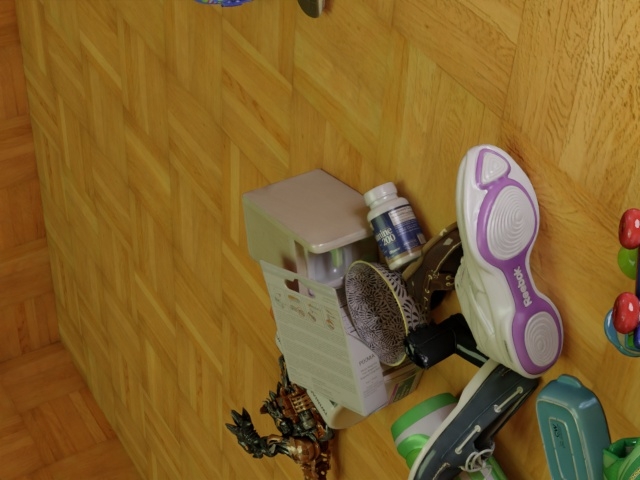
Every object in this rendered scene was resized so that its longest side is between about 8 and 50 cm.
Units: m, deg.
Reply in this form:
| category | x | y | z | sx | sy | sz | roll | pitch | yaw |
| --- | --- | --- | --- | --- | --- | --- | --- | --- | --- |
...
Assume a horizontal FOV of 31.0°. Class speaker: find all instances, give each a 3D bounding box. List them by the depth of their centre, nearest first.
| category | x | y | z | sx | sy | sz | roll | pitch | yaw |
| --- | --- | --- | --- | --- | --- | --- | --- | --- | --- |
| speaker | 0.223 | 0.377 | 1.695 | 0.296 | 0.131 | 0.131 | 59 | 153 | 22 |

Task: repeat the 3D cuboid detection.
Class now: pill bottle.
| category | x | y | z | sx | sy | sz | roll | pitch | yaw |
| --- | --- | --- | --- | --- | --- | --- | --- | --- | --- |
| pill bottle | 0.109 | -0.022 | 1.698 | 0.120 | 0.067 | 0.067 | 66 | 155 | 8 |
| pill bottle | 0.006 | 0.193 | 1.987 | 0.246 | 0.130 | 0.130 | 54 | 151 | 30 |

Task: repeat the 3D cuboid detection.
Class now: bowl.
| category | x | y | z | sx | sy | sz | roll | pitch | yaw |
| --- | --- | --- | --- | --- | --- | --- | --- | --- | --- |
| bowl | 0.115 | 0.099 | 1.760 | 0.170 | 0.080 | 0.170 | 43 | 143 | 44 |

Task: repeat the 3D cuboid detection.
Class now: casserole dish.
| category | x | y | z | sx | sy | sz | roll | pitch | yaw |
| --- | --- | --- | --- | --- | --- | --- | --- | --- | --- |
| casserole dish | 0.330 | 0.268 | 1.505 | 0.114 | 0.037 | 0.188 | 9 | 115 | 61 |

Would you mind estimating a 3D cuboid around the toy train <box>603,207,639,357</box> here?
| category | x | y | z | sx | sy | sz | roll | pitch | yaw |
| --- | --- | --- | --- | --- | --- | --- | --- | --- | --- |
| toy train | 0.354 | 0.001 | 1.214 | 0.143 | 0.105 | 0.248 | 99 | 179 | -77 |

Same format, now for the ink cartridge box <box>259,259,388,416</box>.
| category | x | y | z | sx | sy | sz | roll | pitch | yaw |
| --- | --- | --- | --- | --- | --- | --- | --- | --- | --- |
| ink cartridge box | 0.005 | 0.141 | 1.780 | 0.189 | 0.066 | 0.232 | 18 | 126 | 47 |

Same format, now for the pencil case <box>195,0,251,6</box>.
| category | x | y | z | sx | sy | sz | roll | pitch | yaw |
| --- | --- | --- | --- | --- | --- | --- | --- | --- | --- |
| pencil case | -0.156 | -0.514 | 1.808 | 0.133 | 0.119 | 0.306 | -113 | 18 | -48 |

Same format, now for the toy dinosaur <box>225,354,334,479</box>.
| category | x | y | z | sx | sy | sz | roll | pitch | yaw |
| --- | --- | --- | --- | --- | --- | --- | --- | --- | --- |
| toy dinosaur | -0.052 | 0.374 | 2.236 | 0.218 | 0.164 | 0.322 | 8 | 94 | 45 |

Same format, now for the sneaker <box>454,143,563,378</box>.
| category | x | y | z | sx | sy | sz | roll | pitch | yaw |
| --- | --- | --- | --- | --- | --- | --- | --- | --- | --- |
| sneaker | 0.210 | 0.028 | 1.474 | 0.152 | 0.114 | 0.305 | 12 | 119 | 60 |

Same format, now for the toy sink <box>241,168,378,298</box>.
| category | x | y | z | sx | sy | sz | roll | pitch | yaw |
| --- | --- | --- | --- | --- | --- | --- | --- | --- | --- |
| toy sink | 0.000 | 0.000 | 1.836 | 0.234 | 0.152 | 0.131 | 34 | 137 | 50 |

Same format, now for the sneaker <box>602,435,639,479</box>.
| category | x | y | z | sx | sy | sz | roll | pitch | yaw |
| --- | --- | --- | --- | --- | --- | --- | --- | --- | --- |
| sneaker | 0.379 | 0.297 | 1.347 | 0.295 | 0.109 | 0.124 | 91 | -178 | -65 |

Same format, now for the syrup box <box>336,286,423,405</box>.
| category | x | y | z | sx | sy | sz | roll | pitch | yaw |
| --- | --- | --- | --- | --- | --- | --- | --- | --- | --- |
| syrup box | 0.065 | 0.151 | 1.879 | 0.237 | 0.096 | 0.093 | 53 | 151 | 27 |

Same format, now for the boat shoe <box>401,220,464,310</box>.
| category | x | y | z | sx | sy | sz | roll | pitch | yaw |
| --- | --- | --- | --- | --- | --- | --- | --- | --- | --- |
| boat shoe | 0.175 | 0.036 | 1.609 | 0.073 | 0.073 | 0.207 | 61 | 161 | 15 |

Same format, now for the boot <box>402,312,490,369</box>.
| category | x | y | z | sx | sy | sz | roll | pitch | yaw |
| --- | --- | --- | --- | --- | --- | --- | --- | --- | --- |
| boot | 0.183 | 0.157 | 1.641 | 0.121 | 0.099 | 0.045 | 48 | 148 | 39 |

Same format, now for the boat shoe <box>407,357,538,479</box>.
| category | x | y | z | sx | sy | sz | roll | pitch | yaw |
| --- | --- | --- | --- | --- | --- | --- | --- | --- | --- |
| boat shoe | 0.210 | 0.275 | 1.592 | 0.079 | 0.095 | 0.254 | 38 | 101 | 27 |

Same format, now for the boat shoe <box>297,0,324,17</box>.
| category | x | y | z | sx | sy | sz | roll | pitch | yaw |
| --- | --- | --- | --- | --- | --- | --- | --- | --- | --- |
| boat shoe | -0.012 | -0.405 | 1.702 | 0.056 | 0.048 | 0.153 | 20 | 133 | 44 |
